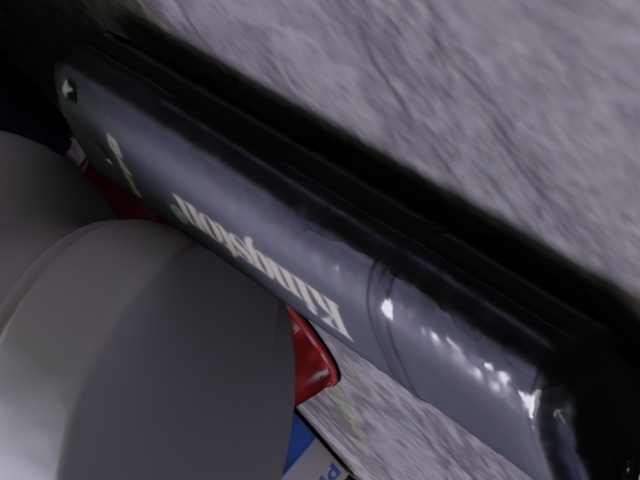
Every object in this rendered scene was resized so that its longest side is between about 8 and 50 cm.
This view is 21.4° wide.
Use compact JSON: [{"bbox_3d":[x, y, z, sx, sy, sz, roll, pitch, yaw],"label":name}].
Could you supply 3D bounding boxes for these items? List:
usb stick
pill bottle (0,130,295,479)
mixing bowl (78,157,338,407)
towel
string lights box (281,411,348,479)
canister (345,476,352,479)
[{"bbox_3d":[0.000,0.000,0.572,0.278,0.045,0.077,33,164,41],"label":"usb stick"},{"bbox_3d":[-0.228,0.050,0.749,0.408,0.229,0.229,10,152,27],"label":"pill bottle"},{"bbox_3d":[-0.089,0.046,0.884,0.181,0.098,0.181,42,168,11],"label":"mixing bowl"},{"bbox_3d":[-0.182,-0.085,0.907,0.119,0.029,0.067,48,167,-13],"label":"towel"},{"bbox_3d":[-0.106,0.078,1.085,0.259,0.077,0.133,51,163,-30],"label":"string lights box"},{"bbox_3d":[0.027,0.231,1.180,0.126,0.073,0.170,27,157,52],"label":"canister"}]
